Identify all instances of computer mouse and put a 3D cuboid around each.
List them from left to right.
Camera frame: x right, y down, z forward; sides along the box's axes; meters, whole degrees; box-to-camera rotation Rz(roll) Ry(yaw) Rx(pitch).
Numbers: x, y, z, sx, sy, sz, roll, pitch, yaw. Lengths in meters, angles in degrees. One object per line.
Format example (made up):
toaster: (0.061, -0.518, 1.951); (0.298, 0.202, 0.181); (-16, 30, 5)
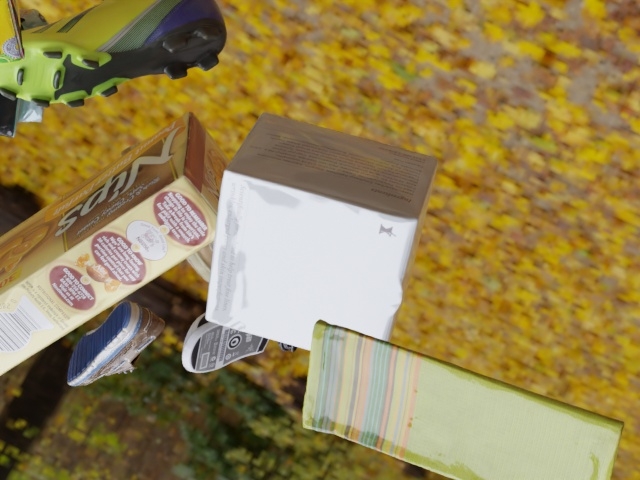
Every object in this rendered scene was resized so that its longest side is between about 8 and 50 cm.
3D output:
computer mouse: (-0.081, 0.091, 1.336); (0.193, 0.106, 0.042); (-13, -141, -41)

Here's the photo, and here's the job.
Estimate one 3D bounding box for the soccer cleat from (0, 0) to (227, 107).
soccer cleat: (-0.250, -0.229, 1.375); (0.093, 0.289, 0.121); (103, 147, -50)

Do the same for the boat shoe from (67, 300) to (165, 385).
boat shoe: (-0.265, 0.145, 1.568); (0.066, 0.066, 0.183); (22, 140, -30)

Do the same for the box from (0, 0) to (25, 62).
box: (-0.411, -0.302, 1.024); (0.279, 0.290, 0.177); (-8, 153, -9)

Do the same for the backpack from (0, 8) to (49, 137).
backpack: (-0.419, -0.233, 1.525); (0.144, 0.166, 0.188); (-9, -145, -32)

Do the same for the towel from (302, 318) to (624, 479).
towel: (0.096, 0.135, 0.888); (0.237, 0.021, 0.102); (17, 126, 21)

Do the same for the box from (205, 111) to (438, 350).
box: (0.000, 0.000, 1.152); (0.182, 0.119, 0.181); (16, 125, 6)

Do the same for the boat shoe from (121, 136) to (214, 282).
boat shoe: (-0.178, -0.044, 1.825); (0.121, 0.110, 0.341); (61, -179, 33)

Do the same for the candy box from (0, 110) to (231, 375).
candy box: (-0.250, 0.001, 1.347); (0.087, 0.316, 0.183); (53, -167, -25)
